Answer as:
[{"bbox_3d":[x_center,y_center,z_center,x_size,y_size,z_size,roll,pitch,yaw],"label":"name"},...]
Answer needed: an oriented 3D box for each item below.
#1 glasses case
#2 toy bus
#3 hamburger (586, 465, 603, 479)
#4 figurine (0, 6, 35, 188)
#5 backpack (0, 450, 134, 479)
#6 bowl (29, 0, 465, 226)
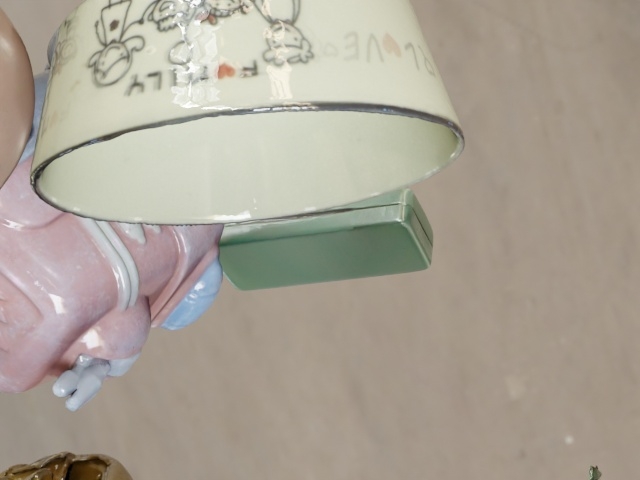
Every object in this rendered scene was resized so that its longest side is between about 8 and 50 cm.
[{"bbox_3d":[0.000,0.000,1.475,0.078,0.184,0.039,58,-150,-51],"label":"glasses case"},{"bbox_3d":[-0.194,-0.007,1.304,0.232,0.294,0.197,45,126,6],"label":"toy bus"},{"bbox_3d":[0.194,0.295,1.196,0.260,0.150,0.276,113,161,-59],"label":"hamburger"},{"bbox_3d":[-0.184,-0.061,0.732,0.138,0.125,0.125,-85,-8,-63],"label":"figurine"},{"bbox_3d":[-0.249,0.323,1.311,0.353,0.378,0.201,-18,115,37],"label":"backpack"},{"bbox_3d":[-0.045,-0.093,0.946,0.238,0.237,0.126,138,127,-67],"label":"bowl"}]
